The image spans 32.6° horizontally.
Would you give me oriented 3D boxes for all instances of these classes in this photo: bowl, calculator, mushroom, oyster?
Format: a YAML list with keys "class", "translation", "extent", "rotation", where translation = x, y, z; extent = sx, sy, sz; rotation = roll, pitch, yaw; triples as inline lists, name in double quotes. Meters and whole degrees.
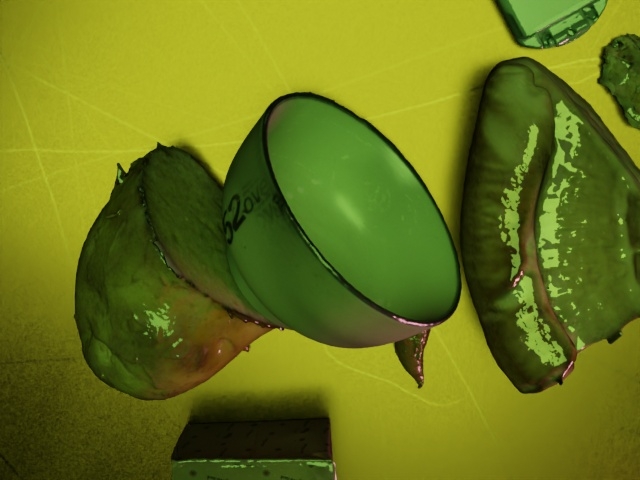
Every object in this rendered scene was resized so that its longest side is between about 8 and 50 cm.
- class: "bowl"
  translation: [0.000, 0.000, 1.430]
  extent: [0.185, 0.354, 0.354]
  rotation: [-37, 97, 31]
- class: "calculator"
  translation: [0.290, -0.382, 1.492]
  extent: [0.141, 0.045, 0.246]
  rotation: [-30, 97, 5]
- class: "mushroom"
  translation: [0.296, -0.034, 1.482]
  extent: [0.314, 0.224, 0.397]
  rotation: [-35, 89, 20]
- class: "oyster"
  translation: [0.476, -0.199, 1.505]
  extent: [0.133, 0.072, 0.209]
  rotation: [-29, 95, 2]

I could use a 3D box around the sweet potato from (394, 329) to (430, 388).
- class: "sweet potato"
  translation: [0.129, 0.117, 1.561]
  extent: [0.068, 0.060, 0.206]
  rotation: [9, 113, 37]

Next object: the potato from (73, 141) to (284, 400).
- class: "potato"
  translation: [-0.226, 0.063, 1.475]
  extent: [0.237, 0.288, 0.301]
  rotation: [-33, 129, 22]

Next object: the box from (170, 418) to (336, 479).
- class: "box"
  translation: [-0.086, 0.420, 1.542]
  extent: [0.225, 0.190, 0.297]
  rotation: [-2, 97, 1]

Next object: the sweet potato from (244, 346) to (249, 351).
- class: "sweet potato"
  translation: [-0.143, 0.136, 1.580]
  extent: [0.095, 0.034, 0.034]
  rotation: [27, 98, -14]
